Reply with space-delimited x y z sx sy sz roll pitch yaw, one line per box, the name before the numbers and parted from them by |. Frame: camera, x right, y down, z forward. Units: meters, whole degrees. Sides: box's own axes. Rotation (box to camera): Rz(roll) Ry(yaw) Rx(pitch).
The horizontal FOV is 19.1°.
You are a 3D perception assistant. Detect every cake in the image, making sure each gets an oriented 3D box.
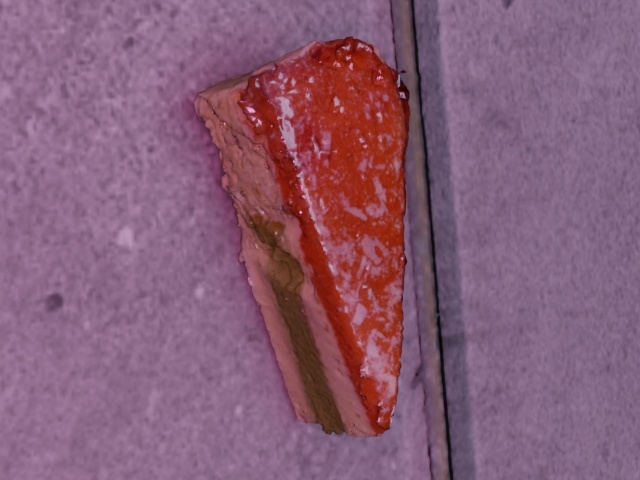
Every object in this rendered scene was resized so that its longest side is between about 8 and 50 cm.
cake | 0.013 -0.011 1.098 0.117 0.086 0.220 -32 109 -34
